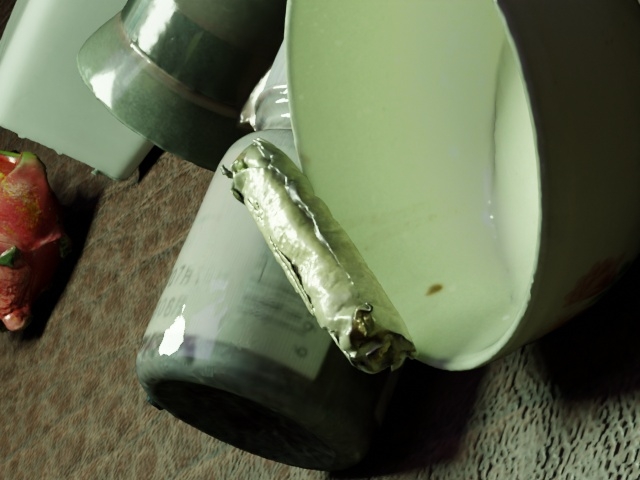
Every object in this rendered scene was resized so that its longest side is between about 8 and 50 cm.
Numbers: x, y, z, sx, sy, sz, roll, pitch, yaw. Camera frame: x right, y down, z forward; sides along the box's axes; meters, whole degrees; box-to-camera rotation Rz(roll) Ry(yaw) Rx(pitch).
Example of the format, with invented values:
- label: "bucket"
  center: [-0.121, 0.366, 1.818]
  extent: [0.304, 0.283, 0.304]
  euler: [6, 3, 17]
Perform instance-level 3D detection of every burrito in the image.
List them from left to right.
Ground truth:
- label: "burrito"
  center: [-0.003, 0.006, 1.126]
  extent: [0.045, 0.041, 0.185]
  euler: [-54, 49, 26]

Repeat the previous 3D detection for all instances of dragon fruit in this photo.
- label: "dragon fruit"
  center: [-0.370, -0.003, 2.119]
  extent: [0.269, 0.198, 0.200]
  euler: [-167, 79, -70]

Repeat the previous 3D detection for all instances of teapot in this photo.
- label: "teapot"
  center: [-0.025, -0.231, 1.561]
  extent: [0.300, 0.253, 0.344]
  euler: [51, 121, 34]

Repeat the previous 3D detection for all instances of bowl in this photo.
- label: "bowl"
  center: [0.102, -0.075, 1.076]
  extent: [0.277, 0.145, 0.277]
  euler: [39, 135, 54]

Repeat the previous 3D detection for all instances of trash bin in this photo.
- label: "trash bin"
  center: [-0.206, -0.275, 1.941]
  extent: [0.367, 0.296, 0.255]
  euler: [-55, 22, 31]

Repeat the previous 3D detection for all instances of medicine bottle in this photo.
- label: "medicine bottle"
  center: [0.000, 0.000, 1.255]
  extent: [0.165, 0.165, 0.273]
  euler: [-20, 44, 60]

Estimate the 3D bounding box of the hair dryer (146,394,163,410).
- label: "hair dryer"
  center: [-0.102, 0.116, 1.545]
  extent: [0.079, 0.031, 0.083]
  euler: [-50, 35, 3]
